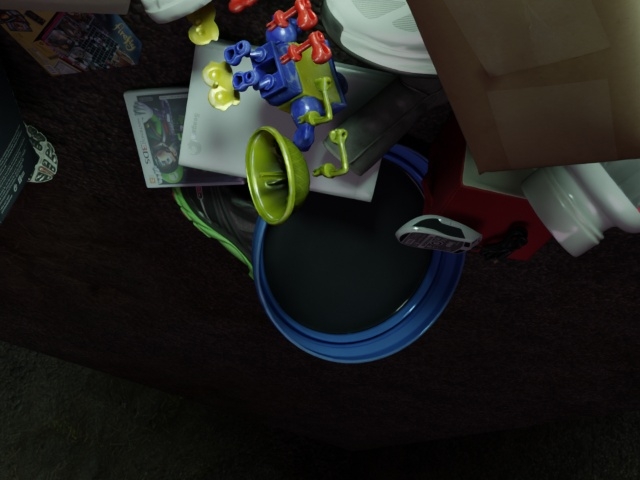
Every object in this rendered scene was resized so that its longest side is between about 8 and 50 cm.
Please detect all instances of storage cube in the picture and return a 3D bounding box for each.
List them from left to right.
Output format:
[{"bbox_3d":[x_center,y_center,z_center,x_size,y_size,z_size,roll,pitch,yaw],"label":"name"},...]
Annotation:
[{"bbox_3d":[0.280,-0.101,1.417,0.215,0.183,0.193,13,154,-7],"label":"storage cube"}]

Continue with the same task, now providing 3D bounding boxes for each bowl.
[{"bbox_3d":[0.064,0.016,1.555,0.391,0.391,0.077,22,-175,-26],"label":"bowl"}]

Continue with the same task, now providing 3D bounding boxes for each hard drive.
[{"bbox_3d":[-0.051,-0.184,1.384,0.308,0.040,0.203,11,112,-4],"label":"hard drive"}]

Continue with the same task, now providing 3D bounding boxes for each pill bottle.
[{"bbox_3d":[0.431,-0.121,1.187,0.318,0.176,0.176,-38,134,20],"label":"pill bottle"}]

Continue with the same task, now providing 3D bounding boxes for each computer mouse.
[{"bbox_3d":[0.209,-0.010,1.373,0.193,0.042,0.106,11,159,-12],"label":"computer mouse"}]

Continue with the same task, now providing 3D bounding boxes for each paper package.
[{"bbox_3d":[0.181,-0.260,0.737,0.168,0.309,0.325,-5,149,23],"label":"paper package"}]

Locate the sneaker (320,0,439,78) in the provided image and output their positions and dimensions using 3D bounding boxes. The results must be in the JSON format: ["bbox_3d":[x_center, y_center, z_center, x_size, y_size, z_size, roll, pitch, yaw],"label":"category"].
[{"bbox_3d":[0.226,-0.327,1.032,0.448,0.169,0.257,1,146,-1],"label":"sneaker"}]

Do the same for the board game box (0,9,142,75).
[{"bbox_3d":[-0.394,-0.336,1.315,0.165,0.042,0.243,-2,153,22],"label":"board game box"}]

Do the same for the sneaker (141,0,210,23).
[{"bbox_3d":[-0.156,-0.384,1.073,0.292,0.108,0.169,-25,138,35],"label":"sneaker"}]

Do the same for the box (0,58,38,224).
[{"bbox_3d":[-0.681,-0.202,1.441,0.343,0.179,0.312,4,136,9],"label":"box"}]

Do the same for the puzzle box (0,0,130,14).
[{"bbox_3d":[-0.339,-0.333,1.005,0.272,0.052,0.409,-1,179,-16],"label":"puzzle box"}]

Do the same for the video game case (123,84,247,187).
[{"bbox_3d":[-0.226,-0.173,1.511,0.190,0.022,0.173,-1,115,20],"label":"video game case"}]

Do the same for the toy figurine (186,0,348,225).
[{"bbox_3d":[-0.009,-0.207,1.209,0.191,0.362,0.217,-27,164,34],"label":"toy figurine"}]

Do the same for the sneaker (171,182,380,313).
[{"bbox_3d":[-0.047,-0.017,1.619,0.483,0.185,0.202,36,136,-14],"label":"sneaker"}]

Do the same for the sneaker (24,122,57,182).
[{"bbox_3d":[-0.626,-0.181,1.688,0.279,0.107,0.118,21,167,-9],"label":"sneaker"}]

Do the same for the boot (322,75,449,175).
[{"bbox_3d":[0.087,-0.201,1.294,0.208,0.076,0.189,-31,136,16],"label":"boot"}]
